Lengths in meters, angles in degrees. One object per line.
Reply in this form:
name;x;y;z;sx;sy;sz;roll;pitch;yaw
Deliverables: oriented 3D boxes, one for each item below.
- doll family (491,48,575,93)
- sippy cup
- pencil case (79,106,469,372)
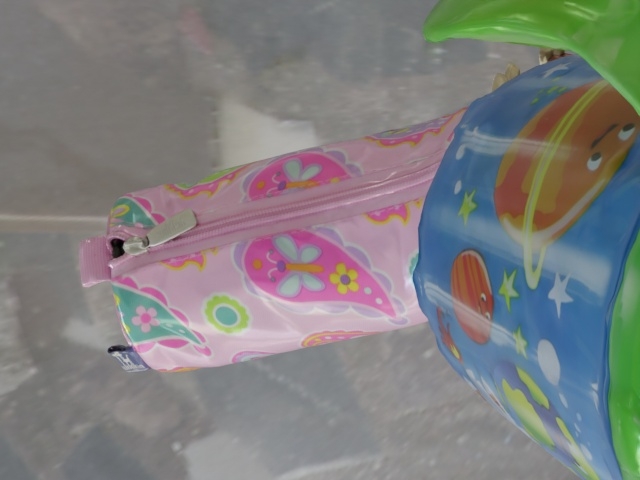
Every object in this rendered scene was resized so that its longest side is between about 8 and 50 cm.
doll family;0.196;-0.090;1.282;0.111;0.193;0.076;13;119;25
sippy cup;0.161;0.017;0.776;0.240;0.224;0.305;-12;106;-26
pencil case;0.000;0.000;1.151;0.284;0.124;0.124;-12;92;25
